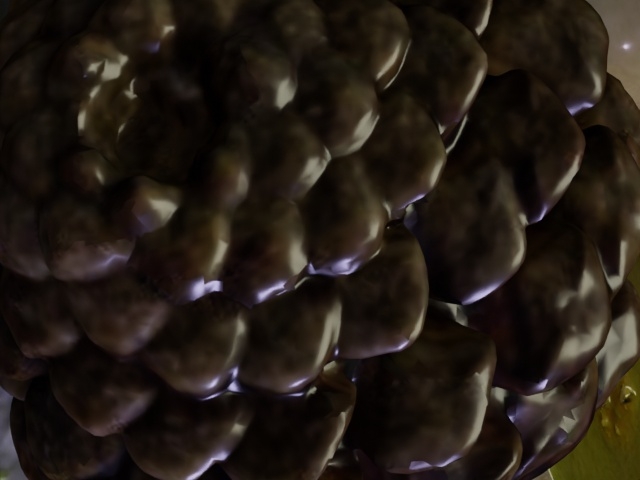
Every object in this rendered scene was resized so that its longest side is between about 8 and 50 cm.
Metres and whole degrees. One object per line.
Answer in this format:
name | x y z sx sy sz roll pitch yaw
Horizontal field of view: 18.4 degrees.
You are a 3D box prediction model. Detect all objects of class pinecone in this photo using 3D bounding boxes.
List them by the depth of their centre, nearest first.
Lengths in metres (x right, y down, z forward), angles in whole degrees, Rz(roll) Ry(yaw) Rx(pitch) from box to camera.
pinecone | -0.004 0.003 0.518 0.184 0.179 0.204 -47 155 -12

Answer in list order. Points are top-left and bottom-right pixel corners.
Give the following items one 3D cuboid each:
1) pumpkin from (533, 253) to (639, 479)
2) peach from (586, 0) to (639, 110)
pumpkin | 0.081 0.070 0.723 0.217 0.110 0.217 -6 98 -52
peach | 0.119 -0.137 0.643 0.232 0.232 0.232 -17 110 -55
